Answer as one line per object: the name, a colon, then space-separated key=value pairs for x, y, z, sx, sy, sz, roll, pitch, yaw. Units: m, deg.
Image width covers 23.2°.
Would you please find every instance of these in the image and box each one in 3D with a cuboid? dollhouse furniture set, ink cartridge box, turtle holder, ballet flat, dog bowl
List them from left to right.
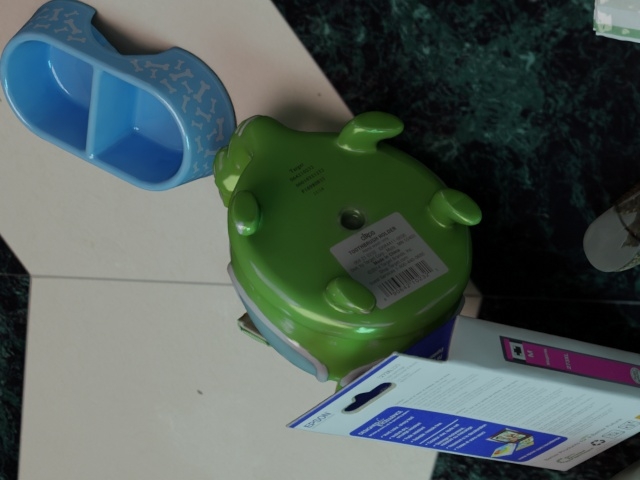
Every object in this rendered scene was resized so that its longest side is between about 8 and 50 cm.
dog bowl: x=-0.239 y=-0.158 z=1.772 sx=0.297 sy=0.074 sz=0.166 roll=27 pitch=130 yaw=19
dollhouse furniture set: x=-0.023 y=0.128 z=1.800 sx=0.151 sy=0.076 sz=0.059 roll=28 pitch=129 yaw=17
turtle holder: x=-0.003 y=0.016 z=1.611 sx=0.320 sy=0.243 sz=0.227 roll=22 pitch=145 yaw=11
ink cartridge box: x=0.162 y=0.152 z=1.535 sx=0.175 sy=0.370 sz=0.069 roll=-39 pitch=51 yaw=43
ballet flat: x=0.349 y=-0.048 z=1.459 sx=0.250 sy=0.058 sz=0.084 roll=-43 pitch=68 yaw=37

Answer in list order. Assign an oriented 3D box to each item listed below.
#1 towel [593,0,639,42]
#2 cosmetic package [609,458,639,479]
towel: x=0.303 y=-0.246 z=1.387 sx=0.113 sy=0.023 sz=0.152 roll=15 pitch=123 yaw=24
cosmetic package: x=0.316 y=0.357 z=1.552 sx=0.160 sy=0.309 sz=0.113 roll=46 pitch=132 yaw=1
